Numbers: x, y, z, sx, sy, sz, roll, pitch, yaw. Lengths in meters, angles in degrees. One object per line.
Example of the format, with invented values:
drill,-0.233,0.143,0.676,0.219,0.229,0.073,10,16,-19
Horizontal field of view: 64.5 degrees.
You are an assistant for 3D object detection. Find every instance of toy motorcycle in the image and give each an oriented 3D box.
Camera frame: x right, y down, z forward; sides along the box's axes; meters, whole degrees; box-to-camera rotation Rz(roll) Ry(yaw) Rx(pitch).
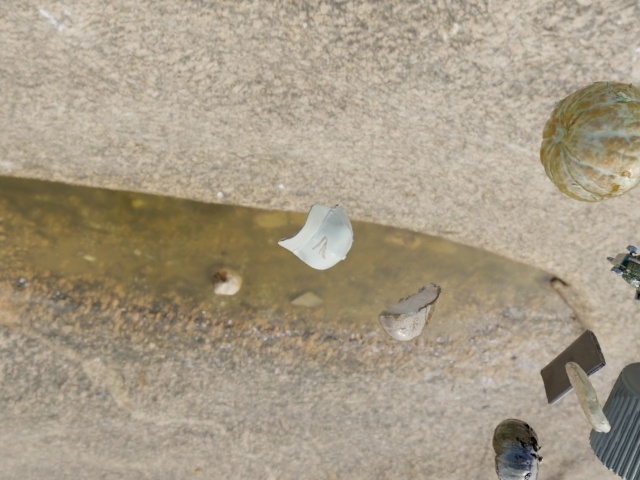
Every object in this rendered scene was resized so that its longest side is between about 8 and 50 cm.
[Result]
toy motorcycle,0.874,0.097,1.345,0.187,0.274,0.125,35,98,14

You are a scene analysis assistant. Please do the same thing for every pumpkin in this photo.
pumpkin,0.699,0.756,1.790,0.159,0.238,0.238,-9,138,26

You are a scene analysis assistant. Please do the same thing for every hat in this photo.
hat,-0.003,-0.004,1.851,0.258,0.168,0.301,-49,158,11

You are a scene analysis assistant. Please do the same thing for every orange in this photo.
orange,0.750,-0.268,1.386,0.248,0.330,0.329,12,135,-14

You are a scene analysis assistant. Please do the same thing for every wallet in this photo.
wallet,1.005,0.513,2.033,0.044,0.171,0.321,16,131,-10

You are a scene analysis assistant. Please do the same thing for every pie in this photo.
pie,0.795,0.462,1.519,0.052,0.218,0.185,-24,137,17

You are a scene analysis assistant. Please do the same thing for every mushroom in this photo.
mushroom,0.208,0.165,1.125,0.209,0.072,0.094,-16,120,-47

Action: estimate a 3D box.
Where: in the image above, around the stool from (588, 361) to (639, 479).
stool,1.138,0.630,1.769,0.296,0.297,0.330,-1,117,-2
